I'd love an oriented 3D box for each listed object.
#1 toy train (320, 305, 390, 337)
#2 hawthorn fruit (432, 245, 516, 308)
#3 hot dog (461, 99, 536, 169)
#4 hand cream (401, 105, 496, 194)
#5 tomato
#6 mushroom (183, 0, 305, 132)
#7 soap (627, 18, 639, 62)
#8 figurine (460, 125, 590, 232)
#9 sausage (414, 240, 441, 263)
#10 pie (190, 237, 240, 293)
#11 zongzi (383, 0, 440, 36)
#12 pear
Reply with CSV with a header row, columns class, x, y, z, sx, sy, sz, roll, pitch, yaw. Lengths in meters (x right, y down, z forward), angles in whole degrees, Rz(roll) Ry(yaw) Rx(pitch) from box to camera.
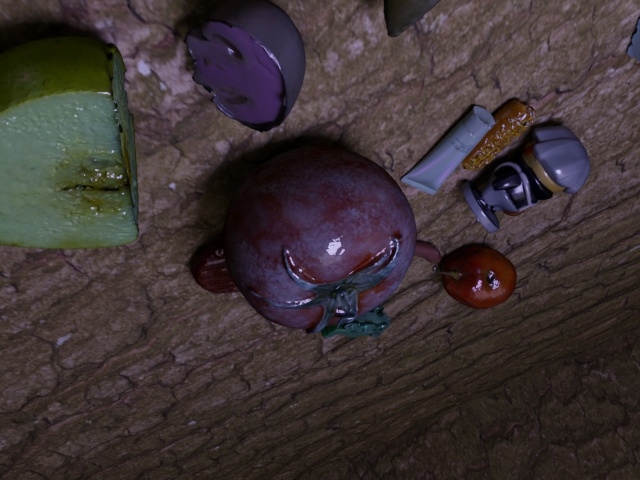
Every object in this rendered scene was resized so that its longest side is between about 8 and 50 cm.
class,x,y,z,sx,sy,sz,roll,pitch,yaw
toy train,0.091,0.206,1.709,0.178,0.071,0.105,9,145,-39
hawthorn fruit,0.327,0.086,1.593,0.286,0.165,0.165,3,140,-39
hot dog,0.320,-0.192,1.266,0.071,0.045,0.165,10,136,-44
hand cream,0.236,-0.160,1.259,0.078,0.049,0.205,19,135,-22
tomato,0.000,0.000,1.124,0.317,0.282,0.316,-14,145,-10
mushroom,-0.081,-0.233,0.881,0.117,0.141,0.188,-48,162,-27
soap,0.643,-0.373,1.178,0.199,0.063,0.114,-20,147,-6
figurine,0.415,-0.119,1.359,0.236,0.133,0.176,-34,156,23
sausage,0.208,0.020,1.520,0.186,0.043,0.043,12,135,-43
pie,-0.159,0.044,1.315,0.183,0.049,0.182,-16,150,-10
zongzi,0.072,-0.393,0.689,0.356,0.174,0.393,10,142,-36
pear,-0.354,-0.116,0.841,0.293,0.159,0.292,-15,145,-11
